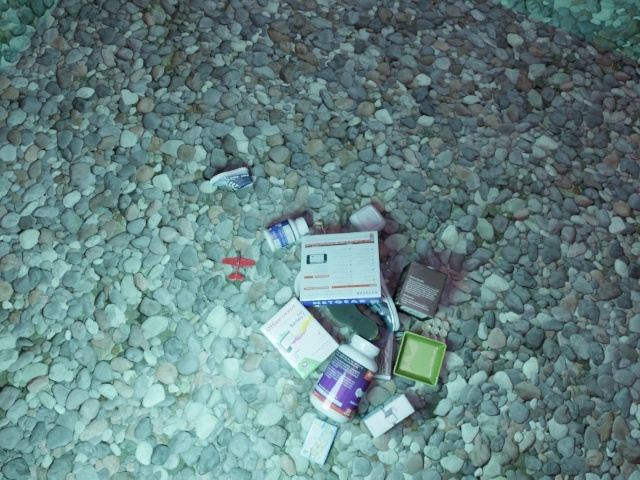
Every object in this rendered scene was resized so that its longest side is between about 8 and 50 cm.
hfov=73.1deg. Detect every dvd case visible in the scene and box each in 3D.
[{"bbox_3d":[0.224,0.477,1.840,0.165,0.018,0.221,3,74,15],"label":"dvd case"}]

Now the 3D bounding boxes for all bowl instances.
[{"bbox_3d":[0.222,-0.095,2.004,0.142,0.053,0.142,-32,77,-12],"label":"bowl"}]

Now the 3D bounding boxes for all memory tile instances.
[{"bbox_3d":[0.499,0.413,1.900,0.113,0.012,0.148,16,75,1],"label":"memory tile"}]

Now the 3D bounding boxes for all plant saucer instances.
[{"bbox_3d":[0.421,0.503,1.846,0.188,0.045,0.188,18,81,2],"label":"plant saucer"}]

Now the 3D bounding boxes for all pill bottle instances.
[{"bbox_3d":[-0.153,-0.034,1.933,0.187,0.112,0.112,-23,77,-10],"label":"pill bottle"},{"bbox_3d":[0.109,0.548,1.738,0.181,0.181,0.323,31,82,5],"label":"pill bottle"}]

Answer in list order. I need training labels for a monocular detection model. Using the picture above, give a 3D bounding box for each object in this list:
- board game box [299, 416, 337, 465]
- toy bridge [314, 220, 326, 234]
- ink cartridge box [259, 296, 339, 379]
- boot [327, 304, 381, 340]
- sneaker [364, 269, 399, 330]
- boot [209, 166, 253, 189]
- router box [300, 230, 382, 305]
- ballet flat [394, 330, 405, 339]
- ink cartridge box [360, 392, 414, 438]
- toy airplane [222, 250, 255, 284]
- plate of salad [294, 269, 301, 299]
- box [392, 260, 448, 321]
[{"bbox_3d":[-0.007,0.813,1.752,0.103,0.026,0.154,24,75,3],"label":"board game box"},{"bbox_3d":[0.000,0.000,1.977,0.063,0.026,0.188,5,74,-4],"label":"toy bridge"},{"bbox_3d":[-0.091,0.408,1.812,0.201,0.117,0.278,-41,80,-13],"label":"ink cartridge box"},{"bbox_3d":[0.139,0.327,1.852,0.112,0.115,0.305,-49,57,-1],"label":"boot"},{"bbox_3d":[0.233,0.251,1.868,0.127,0.126,0.321,-14,61,-9],"label":"sneaker"},{"bbox_3d":[-0.412,-0.272,2.005,0.190,0.069,0.086,-22,74,-11],"label":"boot"},{"bbox_3d":[0.085,0.118,1.837,0.335,0.082,0.301,-3,64,9],"label":"router box"},{"bbox_3d":[0.318,0.410,1.879,0.114,0.041,0.041,8,74,0],"label":"ballet flat"},{"bbox_3d":[0.267,0.702,1.740,0.191,0.139,0.082,-32,77,-12],"label":"ink cartridge box"},{"bbox_3d":[-0.371,0.119,1.921,0.151,0.028,0.151,0,74,-1],"label":"toy airplane"},{"bbox_3d":[-0.018,0.189,1.896,0.200,0.048,0.199,-3,65,6],"label":"plate of salad"},{"bbox_3d":[0.420,0.223,1.868,0.168,0.167,0.203,23,74,4],"label":"box"}]
